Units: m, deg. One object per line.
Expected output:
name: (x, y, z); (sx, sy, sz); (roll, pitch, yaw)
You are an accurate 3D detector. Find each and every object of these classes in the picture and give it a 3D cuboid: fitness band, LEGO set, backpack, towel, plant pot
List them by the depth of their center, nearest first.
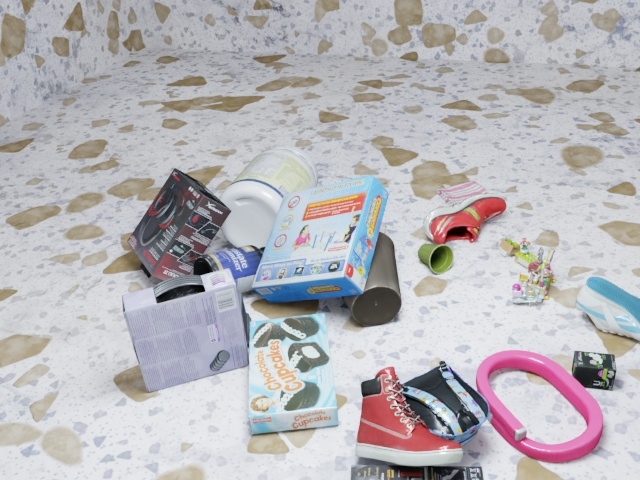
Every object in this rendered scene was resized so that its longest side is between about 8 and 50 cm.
backpack: (0.246, 0.345, 1.410); (0.158, 0.117, 0.173); (-21, 34, -25)
fitness band: (0.446, 0.333, 1.466); (0.208, 0.054, 0.291); (-15, 34, -16)
LEGO set: (0.554, 0.050, 1.859); (0.132, 0.107, 0.287); (-1, 32, 7)
plant pot: (0.309, 0.041, 1.945); (0.083, 0.083, 0.079); (-20, 23, -23)
towel: (0.475, -0.139, 2.252); (0.144, 0.029, 0.197); (-13, 32, -15)

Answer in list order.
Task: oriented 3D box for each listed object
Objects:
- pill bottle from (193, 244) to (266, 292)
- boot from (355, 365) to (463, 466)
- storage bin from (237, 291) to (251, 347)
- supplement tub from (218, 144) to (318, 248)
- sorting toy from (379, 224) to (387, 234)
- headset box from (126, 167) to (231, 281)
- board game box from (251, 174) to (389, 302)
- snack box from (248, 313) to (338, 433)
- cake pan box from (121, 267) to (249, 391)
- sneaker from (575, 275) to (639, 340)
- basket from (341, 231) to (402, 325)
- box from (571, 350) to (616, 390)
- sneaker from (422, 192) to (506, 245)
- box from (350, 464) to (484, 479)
pill bottle: (-0.217, 0.079, 1.886); (0.219, 0.123, 0.122); (-14, 30, -39)
boot: (0.162, 0.327, 1.325); (0.088, 0.176, 0.244); (15, -15, -40)
storage bin: (-0.223, 0.195, 1.747); (0.098, 0.091, 0.135); (-6, 31, -2)
supplement tub: (-0.149, -0.133, 2.130); (0.235, 0.236, 0.325); (6, 33, 17)
sorting toy: (0.158, -0.031, 2.112); (0.083, 0.045, 0.075); (-1, 24, 7)
headset box: (-0.410, -0.026, 1.992); (0.293, 0.110, 0.218); (-55, 42, 5)
board game box: (0.000, 0.000, 1.814); (0.308, 0.086, 0.302); (-9, 51, 39)
snack box: (-0.067, 0.291, 1.596); (0.187, 0.060, 0.322); (-6, 32, -2)
cake pan box: (-0.297, 0.201, 1.580); (0.245, 0.267, 0.070); (-16, 38, -14)
sneaker: (0.708, 0.181, 1.652); (0.228, 0.092, 0.087); (39, 47, 24)
basket: (0.120, 0.098, 1.808); (0.204, 0.154, 0.227); (-9, 35, -6)
box: (0.587, 0.280, 1.522); (0.083, 0.062, 0.052); (5, 34, 14)
sneaker: (0.436, -0.049, 2.074); (0.278, 0.107, 0.118); (-20, 53, -17)
box: (0.165, 0.518, 1.179); (0.242, 0.077, 0.307); (-2, 31, 6)
